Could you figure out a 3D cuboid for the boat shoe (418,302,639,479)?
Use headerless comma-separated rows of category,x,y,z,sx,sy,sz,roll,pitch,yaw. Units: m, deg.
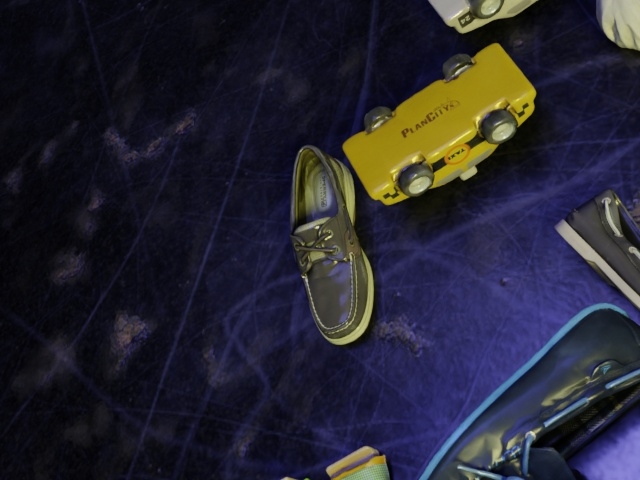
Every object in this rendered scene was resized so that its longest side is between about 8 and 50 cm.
boat shoe,0.171,0.163,0.682,0.258,0.109,0.089,-50,54,5

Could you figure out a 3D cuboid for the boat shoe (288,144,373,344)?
boat shoe,0.001,-0.001,0.896,0.080,0.073,0.223,-20,57,25

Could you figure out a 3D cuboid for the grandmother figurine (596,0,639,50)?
grandmother figurine,0.401,-0.301,0.767,0.342,0.104,0.208,-39,17,17

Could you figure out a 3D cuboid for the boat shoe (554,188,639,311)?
boat shoe,0.278,0.030,0.696,0.065,0.075,0.206,-46,46,10

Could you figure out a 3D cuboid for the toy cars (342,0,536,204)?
toy cars,0.165,-0.196,0.882,0.177,0.087,0.393,14,72,33

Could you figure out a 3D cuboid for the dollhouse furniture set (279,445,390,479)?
dollhouse furniture set,-0.005,0.249,0.785,0.152,0.058,0.076,-33,53,16
